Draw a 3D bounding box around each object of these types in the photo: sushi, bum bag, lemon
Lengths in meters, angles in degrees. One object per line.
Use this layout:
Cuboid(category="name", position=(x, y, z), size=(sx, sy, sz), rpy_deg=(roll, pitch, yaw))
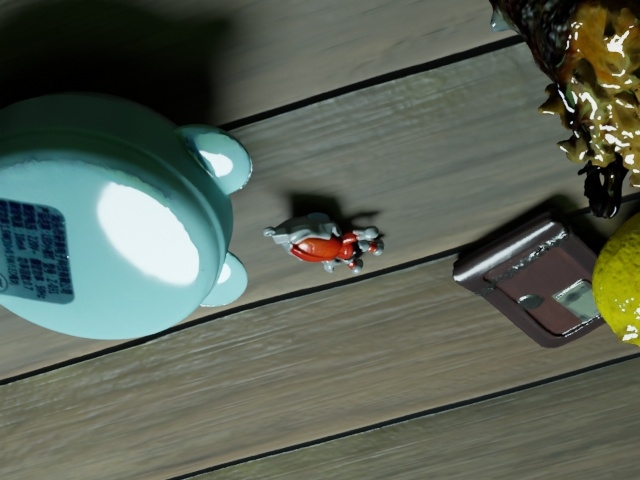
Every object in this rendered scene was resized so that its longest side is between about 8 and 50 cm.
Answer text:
Cuboid(category="sushi", position=(0.265, -0.106, 1.112), size=(0.348, 0.207, 0.234), rpy_deg=(28, 120, -32))
Cuboid(category="bum bag", position=(0.196, 0.035, 1.377), size=(0.109, 0.026, 0.159), rpy_deg=(-30, 136, 24))
Cuboid(category="lemon", position=(0.280, 0.028, 1.312), size=(0.109, 0.109, 0.133), rpy_deg=(37, 88, -34))

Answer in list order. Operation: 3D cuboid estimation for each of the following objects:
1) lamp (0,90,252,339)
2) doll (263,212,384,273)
Cuboid(category="lamp", position=(-0.197, -0.018, 1.195), size=(0.284, 0.147, 0.209), rpy_deg=(-7, 134, -10))
Cuboid(category="doll", position=(0.000, -0.001, 1.309), size=(0.114, 0.039, 0.057), rpy_deg=(17, 166, -38))
